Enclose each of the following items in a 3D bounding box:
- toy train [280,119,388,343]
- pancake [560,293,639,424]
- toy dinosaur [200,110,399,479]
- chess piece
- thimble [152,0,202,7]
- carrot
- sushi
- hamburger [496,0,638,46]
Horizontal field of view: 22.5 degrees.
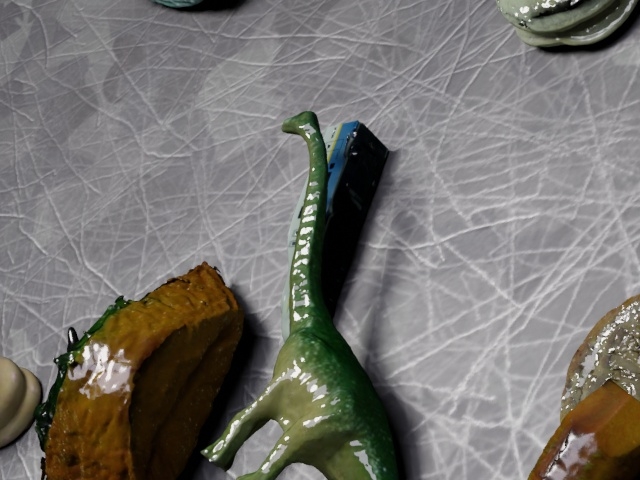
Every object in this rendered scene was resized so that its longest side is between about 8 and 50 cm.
[{"bbox_3d":[0.000,0.000,1.474,0.051,0.052,0.233,-7,54,43],"label":"toy train"},{"bbox_3d":[0.245,0.103,1.179,0.158,0.028,0.158,-25,46,29],"label":"pancake"},{"bbox_3d":[0.036,0.096,1.327,0.447,0.087,0.301,35,77,33],"label":"toy dinosaur"},{"bbox_3d":[-0.366,0.129,1.605,0.094,0.170,0.094,-24,42,24],"label":"chess piece"},{"bbox_3d":[-0.175,-0.370,1.844,0.235,0.198,0.143,28,75,22],"label":"thimble"},{"bbox_3d":[0.145,0.216,1.127,0.260,0.070,0.070,-55,38,3],"label":"carrot"},{"bbox_3d":[-0.175,0.124,1.448,0.140,0.149,0.287,1,64,48],"label":"sushi"},{"bbox_3d":[0.226,-0.234,1.458,0.140,0.062,0.133,-2,55,44],"label":"hamburger"}]
